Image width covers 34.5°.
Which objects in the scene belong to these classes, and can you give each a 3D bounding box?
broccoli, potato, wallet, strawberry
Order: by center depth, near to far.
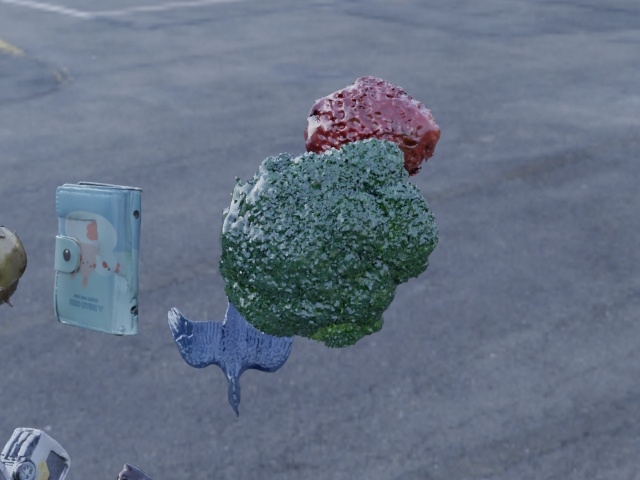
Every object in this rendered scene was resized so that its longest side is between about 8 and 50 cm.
[{"bbox_3d":[0.000,0.000,1.319,0.295,0.265,0.245,-33,11,25],"label":"broccoli"},{"bbox_3d":[-0.442,0.066,1.332,0.172,0.089,0.100,-39,-15,8],"label":"potato"},{"bbox_3d":[0.088,-0.163,1.554,0.201,0.187,0.184,1,60,46],"label":"strawberry"},{"bbox_3d":[-0.375,0.030,1.751,0.176,0.250,0.075,7,8,34],"label":"wallet"}]

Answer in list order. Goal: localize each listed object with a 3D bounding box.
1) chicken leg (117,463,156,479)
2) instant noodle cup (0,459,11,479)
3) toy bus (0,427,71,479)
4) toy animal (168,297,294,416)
[{"bbox_3d":[-0.146,0.454,1.678,0.407,0.096,0.158,11,48,0],"label":"chicken leg"},{"bbox_3d":[-0.629,0.435,1.623,0.218,0.217,0.207,9,12,24],"label":"instant noodle cup"},{"bbox_3d":[-0.596,0.533,1.962,0.097,0.138,0.342,-3,52,35],"label":"toy bus"},{"bbox_3d":[-0.149,0.185,1.851,0.239,0.255,0.176,0,-5,-14],"label":"toy animal"}]
